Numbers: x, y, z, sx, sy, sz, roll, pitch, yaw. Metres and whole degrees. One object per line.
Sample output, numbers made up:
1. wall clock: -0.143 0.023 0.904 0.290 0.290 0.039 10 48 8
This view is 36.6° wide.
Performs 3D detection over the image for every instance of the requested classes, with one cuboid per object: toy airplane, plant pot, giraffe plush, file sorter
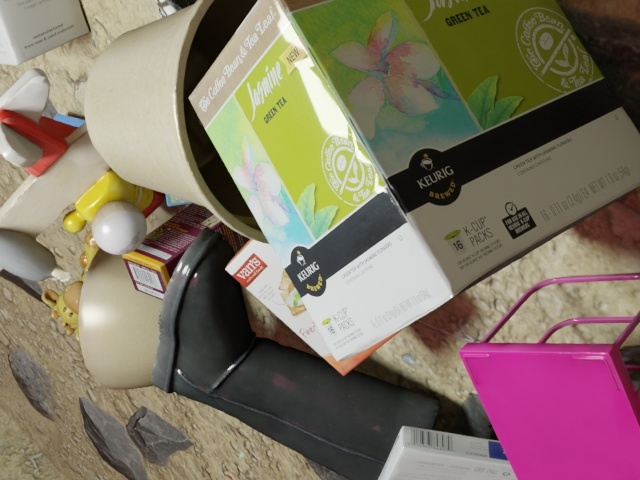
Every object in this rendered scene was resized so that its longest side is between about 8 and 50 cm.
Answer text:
1. toy airplane: -0.375 -0.097 1.526 0.272 0.384 0.386 52 144 18
2. plant pot: -0.277 0.132 1.743 0.190 0.284 0.284 1 124 19
3. giraffe plush: -0.472 0.107 1.989 0.181 0.170 0.210 32 140 26
4. plant pot: -0.132 -0.170 1.237 0.305 0.334 0.334 6 124 47
5. file sorter: 0.343 0.201 1.147 0.202 0.182 0.291 -6 116 49

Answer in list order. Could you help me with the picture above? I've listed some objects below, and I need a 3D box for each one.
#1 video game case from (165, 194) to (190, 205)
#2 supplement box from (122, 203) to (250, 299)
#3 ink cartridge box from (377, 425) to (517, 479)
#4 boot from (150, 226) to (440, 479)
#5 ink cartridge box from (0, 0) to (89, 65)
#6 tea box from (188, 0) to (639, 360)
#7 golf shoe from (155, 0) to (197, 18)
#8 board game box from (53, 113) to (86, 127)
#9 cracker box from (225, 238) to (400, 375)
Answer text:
1. video game case: -0.156 -0.113 1.472 0.015 0.166 0.119 -111 16 -48
2. supplement box: -0.221 0.015 1.613 0.104 0.188 0.081 17 133 40
3. ink cartridge box: 0.203 0.370 1.464 0.223 0.045 0.224 10 136 -5
4. boot: -0.025 0.198 1.489 0.445 0.146 0.367 26 140 7
5. ink cartridge box: -0.580 -0.503 1.598 0.279 0.160 0.385 14 129 40
6. tea box: 0.103 -0.109 0.989 0.324 0.329 0.220 59 145 6
7. golf shoe: -0.213 -0.340 1.401 0.198 0.077 0.094 53 145 1
8. board game box: -0.442 -0.177 1.835 0.168 0.033 0.133 16 126 34
9. cracker box: 0.004 0.060 1.342 0.232 0.067 0.156 42 127 -4
